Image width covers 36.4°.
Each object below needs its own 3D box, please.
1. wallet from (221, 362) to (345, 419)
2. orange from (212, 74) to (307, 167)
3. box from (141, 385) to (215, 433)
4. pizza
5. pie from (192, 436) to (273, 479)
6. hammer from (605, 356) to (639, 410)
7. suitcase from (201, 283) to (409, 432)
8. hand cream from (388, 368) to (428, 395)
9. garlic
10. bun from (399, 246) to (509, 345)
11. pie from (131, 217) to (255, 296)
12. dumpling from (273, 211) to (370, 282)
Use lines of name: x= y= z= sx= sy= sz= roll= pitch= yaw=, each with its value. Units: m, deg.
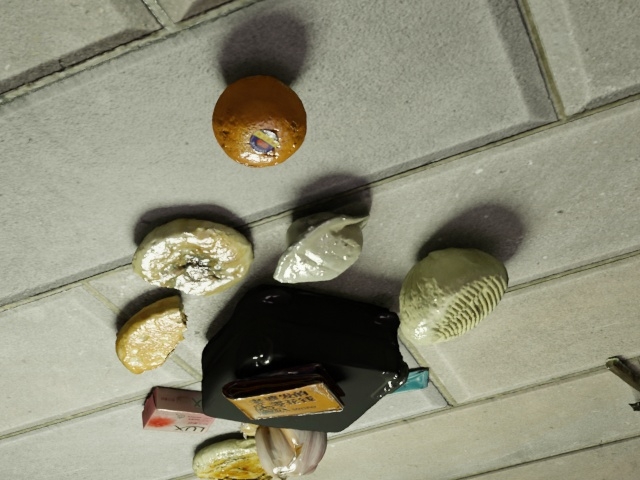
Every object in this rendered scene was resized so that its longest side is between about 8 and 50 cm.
wallet: x=-0.065 y=0.285 z=1.772 sx=0.195 sy=0.042 sz=0.161 roll=-12 pitch=148 yaw=12
orange: x=-0.087 y=-0.171 z=1.378 sx=0.135 sy=0.117 sz=0.135 roll=-10 pitch=133 yaw=-10
box: x=-0.312 y=0.380 z=2.158 sx=0.156 sy=0.060 sz=0.111 roll=10 pitch=143 yaw=-20
pizza: x=-0.328 y=0.179 z=1.875 sx=0.127 sy=0.058 sz=0.246 roll=7 pitch=141 yaw=-17
pie: x=-0.186 y=0.548 z=2.416 sx=0.274 sy=0.055 sz=0.274 roll=-7 pitch=149 yaw=-4
hammer: x=0.742 y=0.334 z=2.281 sx=0.125 sy=0.027 sz=0.297 roll=-31 pitch=138 yaw=23
suitcase: x=-0.040 y=0.248 z=1.904 sx=0.345 sy=0.188 sz=0.339 roll=11 pitch=140 yaw=-26
hand cream: x=0.131 y=0.328 z=2.173 sx=0.224 sy=0.048 sz=0.083 roll=-11 pitch=142 yaw=-2
garlic: x=-0.111 y=0.467 z=2.199 sx=0.207 sy=0.257 sz=0.207 roll=23 pitch=132 yaw=27
bun: x=0.231 y=0.095 z=1.777 sx=0.220 sy=0.134 sz=0.220 roll=-29 pitch=152 yaw=-17
pie: x=-0.212 y=0.024 z=1.685 sx=0.218 sy=0.052 sz=0.185 roll=17 pitch=133 yaw=-32
dumpling: x=0.001 y=0.000 z=1.645 sx=0.176 sy=0.092 sz=0.150 roll=-8 pitch=147 yaw=1
